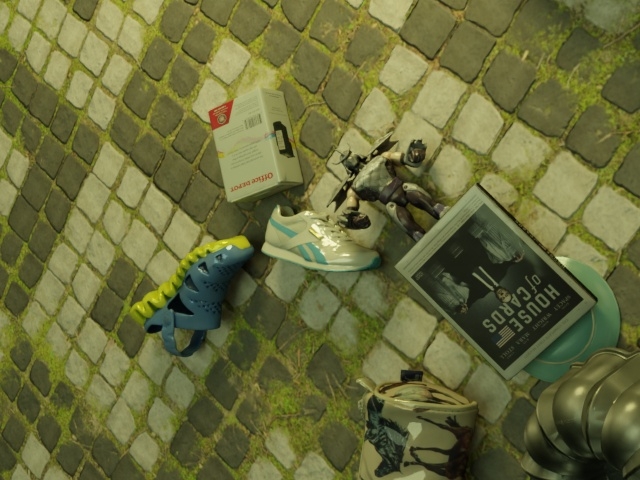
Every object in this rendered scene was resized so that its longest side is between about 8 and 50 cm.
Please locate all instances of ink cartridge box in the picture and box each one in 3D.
[{"bbox_3d":[-0.115,-0.164,1.610,0.127,0.072,0.175,-17,81,33],"label":"ink cartridge box"}]

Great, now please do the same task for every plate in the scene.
[{"bbox_3d":[0.341,0.116,1.328,0.188,0.024,0.188,1,93,35],"label":"plate"}]

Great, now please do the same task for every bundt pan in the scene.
[{"bbox_3d":[0.387,0.309,1.164,0.331,0.124,0.330,29,127,48],"label":"bundt pan"}]

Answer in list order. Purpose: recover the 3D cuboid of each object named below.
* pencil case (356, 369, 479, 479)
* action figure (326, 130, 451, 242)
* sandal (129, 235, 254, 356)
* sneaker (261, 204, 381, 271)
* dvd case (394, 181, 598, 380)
[{"bbox_3d":[0.117,0.413,1.407,0.184,0.160,0.410,14,99,25],"label":"pencil case"},{"bbox_3d":[0.129,-0.064,1.420,0.285,0.099,0.185,40,96,19],"label":"action figure"},{"bbox_3d":[-0.217,0.106,1.667,0.317,0.126,0.138,-43,71,37],"label":"sandal"},{"bbox_3d":[0.000,0.000,1.526,0.229,0.087,0.092,14,97,32],"label":"sneaker"},{"bbox_3d":[0.250,0.061,1.316,0.238,0.029,0.179,46,113,8],"label":"dvd case"}]
